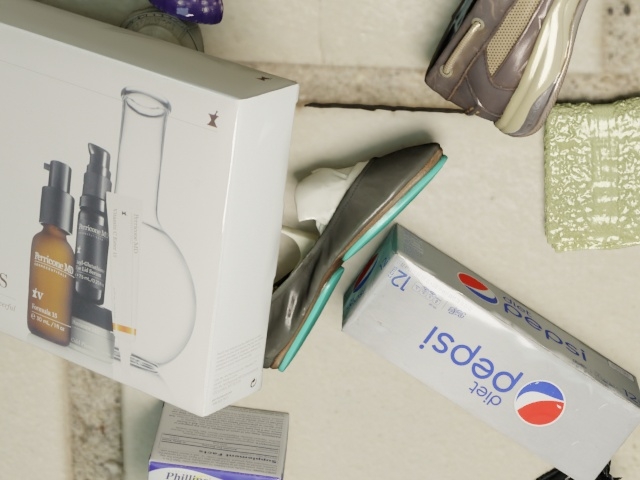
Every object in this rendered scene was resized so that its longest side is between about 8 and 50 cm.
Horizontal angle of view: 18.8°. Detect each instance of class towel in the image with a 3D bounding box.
[{"bbox_3d":[0.258,-0.060,1.782,0.110,0.027,0.148,-4,111,5],"label":"towel"}]

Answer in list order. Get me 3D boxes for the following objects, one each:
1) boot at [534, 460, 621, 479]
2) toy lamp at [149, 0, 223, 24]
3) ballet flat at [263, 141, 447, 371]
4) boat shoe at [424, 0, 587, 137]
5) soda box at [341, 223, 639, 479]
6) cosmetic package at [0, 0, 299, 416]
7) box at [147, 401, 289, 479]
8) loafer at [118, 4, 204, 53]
[{"bbox_3d":[0.240,0.255,1.862,0.121,0.099,0.045,-42,104,17],"label":"boot"},{"bbox_3d":[-0.074,-0.325,1.675,0.080,0.080,0.274,19,113,-4],"label":"toy lamp"},{"bbox_3d":[0.000,0.000,1.786,0.096,0.095,0.280,38,108,2],"label":"ballet flat"},{"bbox_3d":[0.181,-0.262,1.656,0.130,0.132,0.355,16,109,-3],"label":"boat shoe"},{"bbox_3d":[0.161,0.107,1.815,0.286,0.091,0.098,32,107,-9],"label":"soda box"},{"bbox_3d":[-0.210,-0.045,1.685,0.377,0.097,0.284,19,111,29],"label":"cosmetic package"},{"bbox_3d":[-0.097,0.217,1.844,0.126,0.137,0.072,7,111,0],"label":"box"},{"bbox_3d":[-0.145,-0.052,1.760,0.112,0.111,0.319,-4,110,4],"label":"loafer"}]
